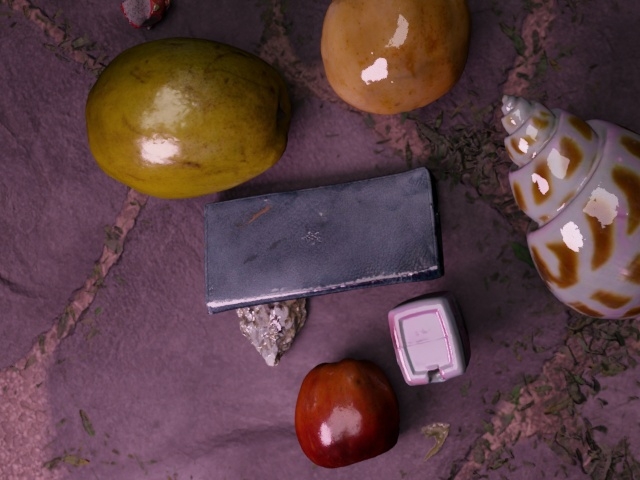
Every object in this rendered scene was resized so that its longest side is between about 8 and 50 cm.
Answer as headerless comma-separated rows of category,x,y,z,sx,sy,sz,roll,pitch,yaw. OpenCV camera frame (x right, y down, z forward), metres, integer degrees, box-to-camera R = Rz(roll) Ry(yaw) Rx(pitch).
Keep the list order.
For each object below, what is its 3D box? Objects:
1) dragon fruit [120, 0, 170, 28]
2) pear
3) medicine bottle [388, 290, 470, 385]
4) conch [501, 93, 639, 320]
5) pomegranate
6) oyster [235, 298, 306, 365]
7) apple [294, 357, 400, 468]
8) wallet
dragon fruit,-0.281,-0.384,1.482,0.083,0.060,0.056,-23,93,39
pear,-0.203,-0.186,1.376,0.307,0.253,0.252,1,92,6
medicine bottle,0.166,0.138,1.322,0.095,0.188,0.119,-15,88,13
conch,0.374,-0.046,1.271,0.249,0.197,0.368,-39,76,32
pomegranate,0.114,-0.295,1.311,0.233,0.233,0.233,0,92,13
oyster,-0.084,0.103,1.448,0.125,0.064,0.177,-37,82,16
apple,0.037,0.262,1.383,0.156,0.147,0.158,-17,86,34
wallet,0.000,0.000,1.395,0.379,0.046,0.190,-9,67,12
